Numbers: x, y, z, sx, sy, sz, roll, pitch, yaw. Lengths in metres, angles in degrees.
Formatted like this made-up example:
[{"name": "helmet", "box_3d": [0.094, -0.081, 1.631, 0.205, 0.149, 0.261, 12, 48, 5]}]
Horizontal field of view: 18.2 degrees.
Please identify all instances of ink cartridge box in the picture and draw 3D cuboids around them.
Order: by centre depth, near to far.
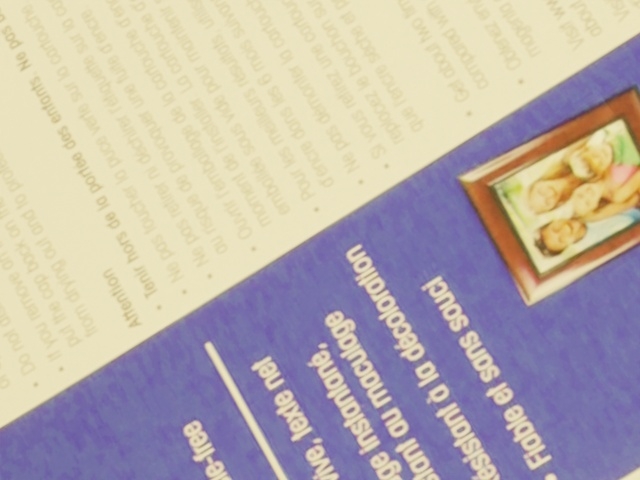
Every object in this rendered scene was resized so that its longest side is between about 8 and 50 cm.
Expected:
[{"name": "ink cartridge box", "box_3d": [0.000, 0.000, 0.431, 0.371, 0.069, 0.176, -31, -107, 1]}]
